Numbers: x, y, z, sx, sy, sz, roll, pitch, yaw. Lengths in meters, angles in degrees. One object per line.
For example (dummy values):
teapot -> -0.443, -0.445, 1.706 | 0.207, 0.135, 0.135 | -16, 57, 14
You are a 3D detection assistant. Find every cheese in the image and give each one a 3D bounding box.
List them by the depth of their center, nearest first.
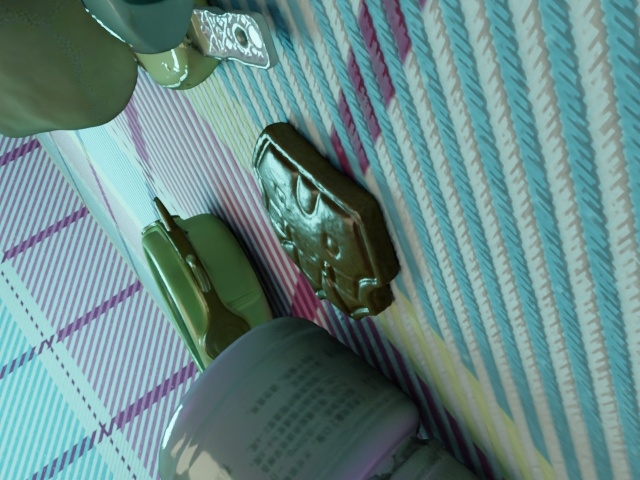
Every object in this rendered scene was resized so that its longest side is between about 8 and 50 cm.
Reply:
cheese -> -0.111, -0.177, 0.520 | 0.255, 0.050, 0.127 | 31, 147, 47

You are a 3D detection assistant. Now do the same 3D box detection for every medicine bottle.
medicine bottle -> 0.013, 0.251, 0.629 | 0.302, 0.241, 0.241 | 36, 154, 24

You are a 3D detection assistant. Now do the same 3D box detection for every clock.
clock -> -0.164, 0.092, 0.923 | 0.286, 0.117, 0.348 | 51, 157, 36

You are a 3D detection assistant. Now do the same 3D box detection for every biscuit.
biscuit -> -0.002, 0.001, 0.575 | 0.182, 0.034, 0.215 | 45, 157, 28

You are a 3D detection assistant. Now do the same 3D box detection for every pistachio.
pistachio -> -0.307, -0.223, 0.653 | 0.207, 0.226, 0.332 | 34, 171, -3

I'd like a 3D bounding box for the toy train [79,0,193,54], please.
toy train -> -0.201, -0.321, 0.422 | 0.407, 0.086, 0.088 | 58, 147, 2
